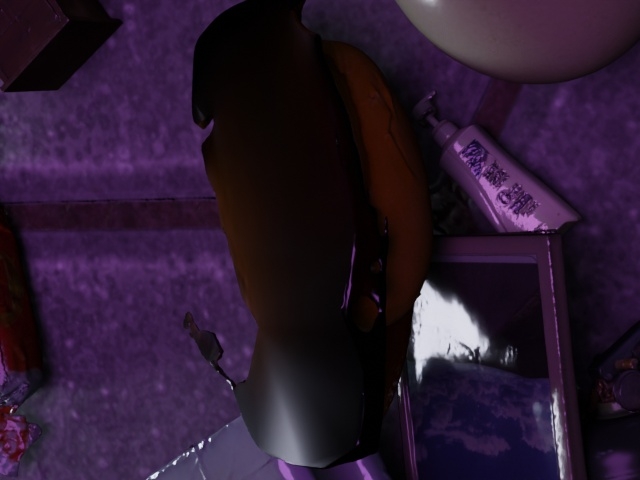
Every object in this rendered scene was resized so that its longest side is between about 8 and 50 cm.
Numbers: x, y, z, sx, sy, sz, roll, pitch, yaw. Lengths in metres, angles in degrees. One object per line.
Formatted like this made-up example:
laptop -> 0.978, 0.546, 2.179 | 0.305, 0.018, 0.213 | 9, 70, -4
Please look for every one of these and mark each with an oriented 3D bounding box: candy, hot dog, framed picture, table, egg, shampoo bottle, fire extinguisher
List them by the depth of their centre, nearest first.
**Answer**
egg -> 0.116, -0.216, 0.965 | 0.188, 0.188, 0.253 | -34, 73, 26
fire extinguisher -> 0.219, 0.205, 1.009 | 0.114, 0.095, 0.311 | -14, 90, -16
framed picture -> 0.112, 0.121, 1.042 | 0.189, 0.023, 0.260 | 1, 98, 58
hot dog -> 0.004, -0.004, 1.061 | 0.194, 0.107, 0.326 | -17, 70, 49
shampoo bottle -> 0.112, -0.045, 1.071 | 0.141, 0.034, 0.049 | 46, 119, 18
table -> -0.220, -0.172, 1.211 | 0.083, 0.070, 0.082 | -42, 76, 25
candy -> -0.277, 0.048, 1.269 | 0.086, 0.059, 0.292 | -16, 86, 29

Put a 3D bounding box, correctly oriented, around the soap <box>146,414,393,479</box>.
soap -> 0.002, 0.261, 1.103 | 0.173, 0.095, 0.289 | -36, 78, 42
